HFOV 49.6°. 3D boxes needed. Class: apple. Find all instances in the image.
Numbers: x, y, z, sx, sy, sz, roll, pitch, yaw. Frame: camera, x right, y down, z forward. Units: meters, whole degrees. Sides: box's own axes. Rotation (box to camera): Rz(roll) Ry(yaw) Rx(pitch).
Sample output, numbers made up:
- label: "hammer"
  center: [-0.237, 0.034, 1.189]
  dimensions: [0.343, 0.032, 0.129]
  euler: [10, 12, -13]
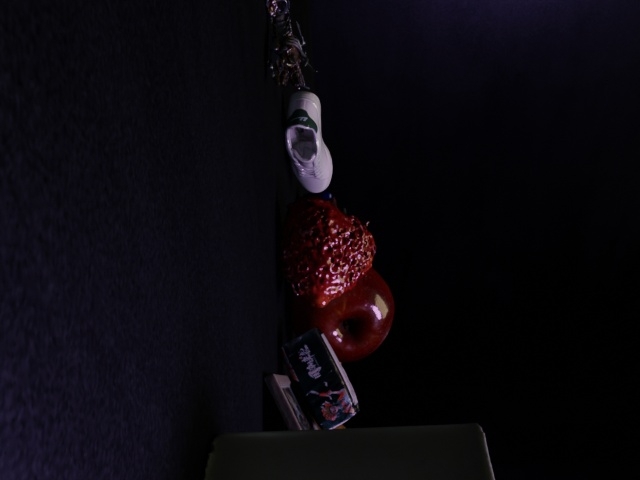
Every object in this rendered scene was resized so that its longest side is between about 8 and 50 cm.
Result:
- label: "apple"
  center: [0.040, 0.139, 1.437]
  dimensions: [0.201, 0.218, 0.218]
  euler: [-97, -176, -64]

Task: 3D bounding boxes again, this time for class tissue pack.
- label: "tissue pack"
  center: [-0.001, 0.247, 1.241]
  dimensions: [0.170, 0.090, 0.103]
  euler: [61, -2, 7]

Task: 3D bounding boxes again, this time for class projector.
- label: "projector"
  center: [0.028, 0.317, 0.600]
  dimensions: [0.248, 0.249, 0.249]
  euler: [-88, 174, -56]

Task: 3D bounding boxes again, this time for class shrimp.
- label: "shrimp"
  center: [-0.052, -0.320, 1.156]
  dimensions: [0.076, 0.082, 0.174]
  euler: [68, 13, -71]

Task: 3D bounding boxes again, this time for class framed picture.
- label: "framed picture"
  center: [-0.015, 0.327, 1.126]
  dimensions: [0.241, 0.020, 0.324]
  euler: [62, -4, 13]

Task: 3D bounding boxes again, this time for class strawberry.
- label: "strawberry"
  center: [0.006, 0.027, 1.270]
  dimensions: [0.187, 0.184, 0.202]
  euler: [80, 18, -51]

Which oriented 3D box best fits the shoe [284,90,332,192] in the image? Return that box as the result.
- label: "shoe"
  center: [-0.033, -0.185, 1.496]
  dimensions: [0.110, 0.095, 0.265]
  euler: [-81, 166, -45]

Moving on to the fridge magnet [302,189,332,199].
- label: "fridge magnet"
  center: [0.000, 0.000, 1.803]
  dimensions: [0.265, 0.112, 0.266]
  euler: [-1, 90, -87]

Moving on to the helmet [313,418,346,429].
- label: "helmet"
  center: [0.001, 0.433, 1.379]
  dimensions: [0.224, 0.130, 0.198]
  euler: [80, 12, -83]
